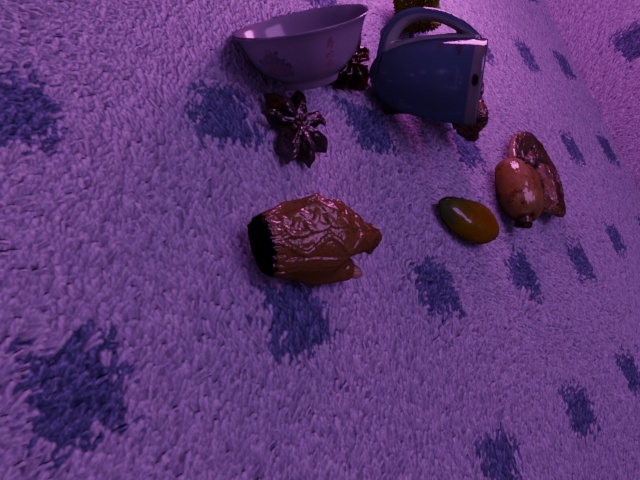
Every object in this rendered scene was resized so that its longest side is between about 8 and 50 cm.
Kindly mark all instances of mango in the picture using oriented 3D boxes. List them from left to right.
[{"bbox_3d":[0.460,-0.060,1.768,0.237,0.091,0.137,9,56,-33],"label":"mango"}]

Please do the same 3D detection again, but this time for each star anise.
[{"bbox_3d":[-0.051,-0.285,1.427,0.196,0.073,0.212,-25,88,-45],"label":"star anise"},{"bbox_3d":[0.063,-0.520,1.639,0.220,0.125,0.190,58,33,-45],"label":"star anise"}]

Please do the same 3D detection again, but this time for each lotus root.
[{"bbox_3d":[0.701,-0.169,2.014,0.160,0.146,0.285,9,63,-16],"label":"lotus root"}]

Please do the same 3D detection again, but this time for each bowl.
[{"bbox_3d":[-0.037,-0.472,1.428,0.345,0.345,0.157,-48,134,-46],"label":"bowl"}]

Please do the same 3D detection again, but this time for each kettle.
[{"bbox_3d":[0.317,-0.524,1.710,0.247,0.341,0.320,-36,134,-70],"label":"kettle"}]

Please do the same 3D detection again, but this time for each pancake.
[{"bbox_3d":[0.858,-0.256,2.254,0.386,0.082,0.387,25,48,-32],"label":"pancake"}]

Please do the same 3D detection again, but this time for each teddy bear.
[{"bbox_3d":[0.456,-0.506,1.919,0.222,0.246,0.296,9,68,-10],"label":"teddy bear"}]

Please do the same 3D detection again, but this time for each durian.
[{"bbox_3d":[0.345,-0.837,2.023,0.237,0.176,0.200,-45,145,-59],"label":"durian"}]

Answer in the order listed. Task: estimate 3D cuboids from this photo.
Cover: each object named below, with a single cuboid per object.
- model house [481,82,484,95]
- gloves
[{"bbox_3d":[0.585,-0.598,2.220,0.083,0.066,0.079,3,75,-23],"label":"model house"},{"bbox_3d":[0.005,-0.004,1.260,0.356,0.155,0.203,-7,76,-49],"label":"gloves"}]
